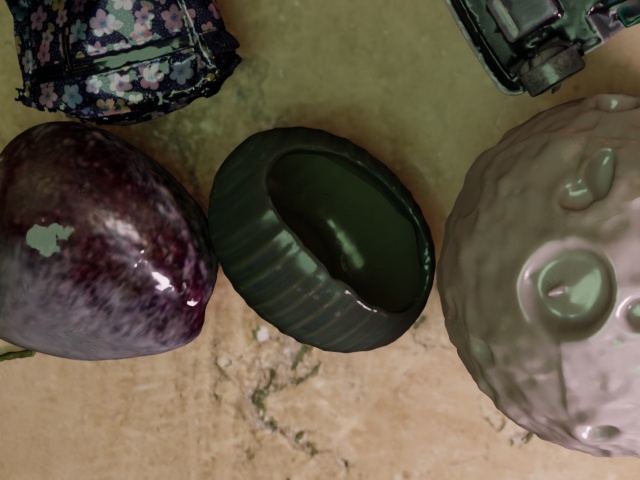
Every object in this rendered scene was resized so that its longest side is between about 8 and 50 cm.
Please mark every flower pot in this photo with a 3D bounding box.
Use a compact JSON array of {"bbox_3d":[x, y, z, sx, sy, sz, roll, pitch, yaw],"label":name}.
[{"bbox_3d":[0.000,0.000,1.874,0.243,0.189,0.157,45,152,-8],"label":"flower pot"}]

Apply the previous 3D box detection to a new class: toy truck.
[{"bbox_3d":[0.294,-0.271,1.728,0.363,0.178,0.176,-32,87,20],"label":"toy truck"}]

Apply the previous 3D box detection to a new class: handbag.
[{"bbox_3d":[-0.194,-0.216,1.883,0.229,0.127,0.207,-12,96,17],"label":"handbag"}]

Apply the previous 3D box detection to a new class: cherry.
[{"bbox_3d":[-0.243,0.007,1.908,0.296,0.218,0.255,26,140,-12],"label":"cherry"}]

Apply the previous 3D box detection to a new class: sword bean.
[{"bbox_3d":[-0.343,0.127,2.087,0.083,0.012,0.012,-14,103,18],"label":"sword bean"}]

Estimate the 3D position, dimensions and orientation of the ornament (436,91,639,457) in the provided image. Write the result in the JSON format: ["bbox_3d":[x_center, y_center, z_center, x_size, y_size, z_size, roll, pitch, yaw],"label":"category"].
[{"bbox_3d":[0.266,0.031,1.743,0.337,0.337,0.337,4,107,12],"label":"ornament"}]
